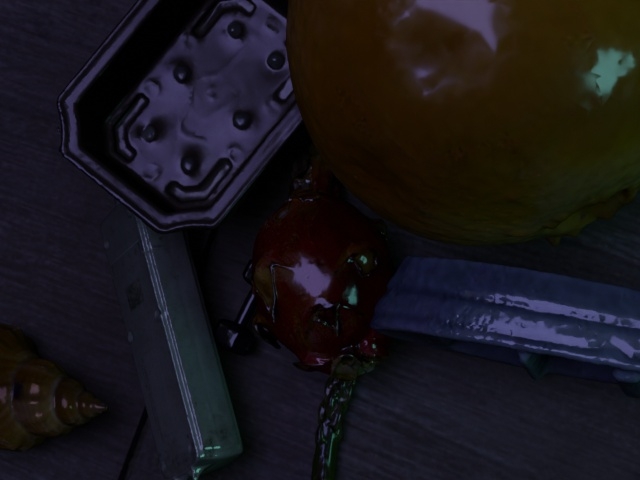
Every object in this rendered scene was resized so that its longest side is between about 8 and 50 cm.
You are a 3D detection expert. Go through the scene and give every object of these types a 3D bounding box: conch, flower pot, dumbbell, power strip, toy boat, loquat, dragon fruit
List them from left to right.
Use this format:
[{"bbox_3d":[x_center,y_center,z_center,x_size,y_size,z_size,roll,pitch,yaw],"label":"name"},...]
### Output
[{"bbox_3d":[-0.329,0.123,1.717,0.330,0.093,0.109,9,90,23],"label":"conch"},{"bbox_3d":[-0.129,0.084,1.655,0.078,0.052,0.272,-38,64,52],"label":"power strip"},{"bbox_3d":[-0.095,-0.128,1.637,0.179,0.084,0.251,38,85,7],"label":"flower pot"},{"bbox_3d":[-0.062,0.057,1.657,0.036,0.040,0.083,27,91,-7],"label":"dumbbell"},{"bbox_3d":[0.000,0.000,1.613,0.125,0.125,0.246,-14,57,20],"label":"dragon fruit"},{"bbox_3d":[0.133,-0.152,1.470,0.328,0.328,0.328,-4,79,20],"label":"loquat"},{"bbox_3d":[0.180,0.070,1.506,0.283,0.127,0.078,11,84,14],"label":"toy boat"}]

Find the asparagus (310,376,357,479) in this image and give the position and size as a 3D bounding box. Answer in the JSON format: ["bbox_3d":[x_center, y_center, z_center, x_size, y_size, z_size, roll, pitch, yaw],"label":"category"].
[{"bbox_3d":[0.006,0.208,1.608,0.034,0.027,0.236,3,81,17],"label":"asparagus"}]

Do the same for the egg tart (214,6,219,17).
[{"bbox_3d":[-0.107,-0.190,1.719,0.105,0.039,0.105,-3,81,22],"label":"egg tart"}]
